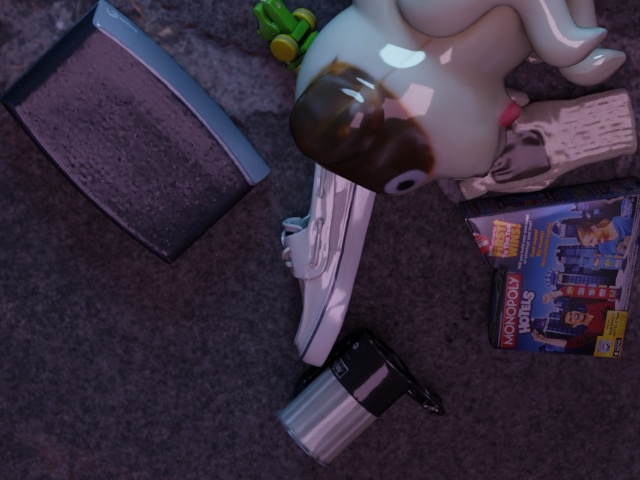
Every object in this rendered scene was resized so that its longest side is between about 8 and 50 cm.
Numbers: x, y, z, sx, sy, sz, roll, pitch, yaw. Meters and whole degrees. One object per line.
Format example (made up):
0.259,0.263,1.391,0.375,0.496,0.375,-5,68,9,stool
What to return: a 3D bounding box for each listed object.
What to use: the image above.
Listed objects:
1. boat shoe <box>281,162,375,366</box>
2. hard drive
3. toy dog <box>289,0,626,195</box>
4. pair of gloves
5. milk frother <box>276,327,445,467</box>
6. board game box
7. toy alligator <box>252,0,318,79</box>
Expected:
0.000,0.000,1.578,0.088,0.096,0.268,13,106,-4,boat shoe
-0.193,-0.105,1.550,0.172,0.054,0.255,-42,106,10,hard drive
0.099,-0.242,1.388,0.395,0.284,0.408,13,97,7,toy dog
0.207,-0.169,1.562,0.204,0.042,0.240,-20,103,8,pair of gloves
0.049,0.185,1.624,0.135,0.129,0.143,-44,99,7,milk frother
0.241,0.022,1.618,0.194,0.060,0.194,5,108,-4,board game box
-0.039,-0.212,1.529,0.189,0.056,0.051,44,141,-16,toy alligator
